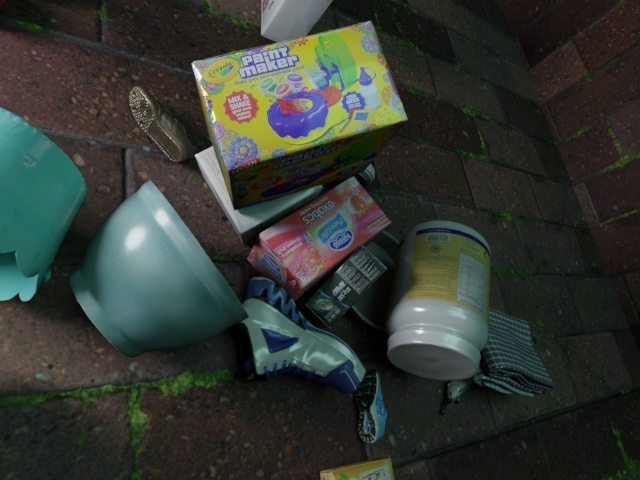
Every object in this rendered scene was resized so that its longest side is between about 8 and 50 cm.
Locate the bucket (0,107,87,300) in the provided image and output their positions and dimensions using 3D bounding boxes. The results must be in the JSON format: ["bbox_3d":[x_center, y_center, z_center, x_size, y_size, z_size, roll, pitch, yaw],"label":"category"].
[{"bbox_3d":[-0.505,-0.056,0.640,0.281,0.281,0.183,32,51,-21],"label":"bucket"}]

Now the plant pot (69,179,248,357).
[{"bbox_3d":[-0.288,0.072,0.753,0.196,0.293,0.293,-36,92,-16],"label":"plant pot"}]

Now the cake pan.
[{"bbox_3d":[0.150,0.105,1.189,0.292,0.054,0.294,17,59,-30],"label":"cake pan"}]

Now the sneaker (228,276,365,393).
[{"bbox_3d":[-0.077,0.244,0.918,0.315,0.127,0.182,41,53,-5],"label":"sneaker"}]

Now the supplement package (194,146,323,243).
[{"bbox_3d":[-0.135,-0.133,0.978,0.203,0.149,0.194,-31,88,-12],"label":"supplement package"}]

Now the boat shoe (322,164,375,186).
[{"bbox_3d":[-0.012,-0.180,1.177,0.340,0.127,0.158,20,64,-19],"label":"boat shoe"}]

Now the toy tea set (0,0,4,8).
[{"bbox_3d":[-0.618,-0.576,0.852,0.124,0.199,0.336,43,50,-23],"label":"toy tea set"}]

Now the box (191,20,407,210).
[{"bbox_3d":[-0.047,-0.203,0.782,0.289,0.279,0.177,-18,85,-11],"label":"box"}]

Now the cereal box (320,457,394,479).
[{"bbox_3d":[0.093,0.596,0.910,0.172,0.047,0.241,8,64,-34],"label":"cereal box"}]

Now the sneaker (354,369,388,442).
[{"bbox_3d":[0.124,0.391,1.039,0.073,0.063,0.162,28,56,-45],"label":"sneaker"}]

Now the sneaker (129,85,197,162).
[{"bbox_3d":[-0.356,-0.262,0.996,0.189,0.066,0.071,57,31,-7],"label":"sneaker"}]

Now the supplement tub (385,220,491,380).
[{"bbox_3d":[0.290,0.145,1.078,0.240,0.241,0.332,32,54,-21],"label":"supplement tub"}]

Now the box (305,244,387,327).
[{"bbox_3d":[0.064,0.103,1.001,0.077,0.180,0.147,44,3,8],"label":"box"}]

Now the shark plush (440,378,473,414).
[{"bbox_3d":[0.384,0.423,1.212,0.161,0.073,0.067,-45,129,-47],"label":"shark plush"}]

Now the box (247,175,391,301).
[{"bbox_3d":[0.000,0.000,1.025,0.299,0.142,0.154,-34,81,-32],"label":"box"}]

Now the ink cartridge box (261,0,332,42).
[{"bbox_3d":[-0.053,-0.788,1.303,0.129,0.309,0.272,12,62,-32],"label":"ink cartridge box"}]

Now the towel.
[{"bbox_3d":[0.530,0.319,1.274,0.283,0.121,0.235,22,34,-27],"label":"towel"}]
